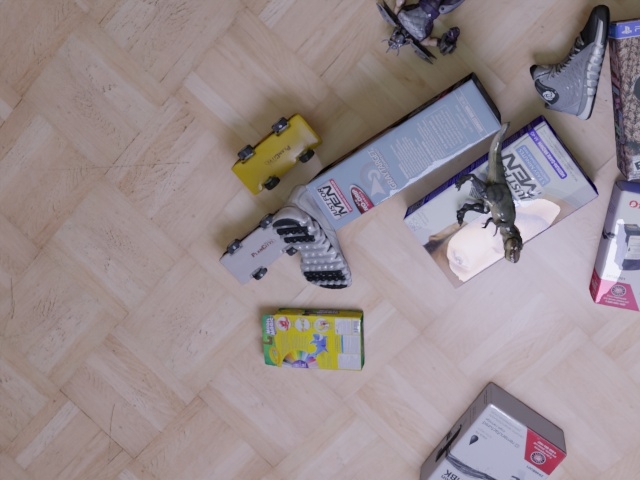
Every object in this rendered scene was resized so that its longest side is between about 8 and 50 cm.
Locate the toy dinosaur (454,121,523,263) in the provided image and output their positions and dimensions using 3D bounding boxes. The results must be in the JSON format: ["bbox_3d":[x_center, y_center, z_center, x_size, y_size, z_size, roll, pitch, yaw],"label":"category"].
[{"bbox_3d":[0.318,-0.085,1.648,0.118,0.064,0.268,-10,102,0],"label":"toy dinosaur"}]

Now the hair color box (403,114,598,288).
[{"bbox_3d":[0.357,-0.076,1.729,0.339,0.110,0.185,-36,96,20],"label":"hair color box"}]

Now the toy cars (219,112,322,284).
[{"bbox_3d":[-0.106,-0.091,1.834,0.177,0.087,0.393,9,111,-2],"label":"toy cars"}]

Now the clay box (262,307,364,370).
[{"bbox_3d":[-0.015,0.218,1.912,0.222,0.053,0.127,2,105,13],"label":"clay box"}]

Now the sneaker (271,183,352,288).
[{"bbox_3d":[0.000,0.000,1.785,0.110,0.118,0.292,-1,144,23],"label":"sneaker"}]

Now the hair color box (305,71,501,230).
[{"bbox_3d":[0.167,-0.178,1.698,0.375,0.185,0.113,-32,96,18],"label":"hair color box"}]

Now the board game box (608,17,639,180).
[{"bbox_3d":[0.667,-0.274,1.592,0.232,0.141,0.290,-6,104,13],"label":"board game box"}]

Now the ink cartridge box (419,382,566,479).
[{"bbox_3d":[0.369,0.481,1.870,0.197,0.114,0.272,34,110,1],"label":"ink cartridge box"}]

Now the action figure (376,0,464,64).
[{"bbox_3d":[0.225,-0.464,1.658,0.185,0.099,0.285,44,113,-11],"label":"action figure"}]

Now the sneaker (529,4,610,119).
[{"bbox_3d":[0.464,-0.337,1.627,0.132,0.086,0.228,13,128,17],"label":"sneaker"}]

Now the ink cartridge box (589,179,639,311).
[{"bbox_3d":[0.645,0.016,1.695,0.172,0.100,0.237,11,107,8],"label":"ink cartridge box"}]
